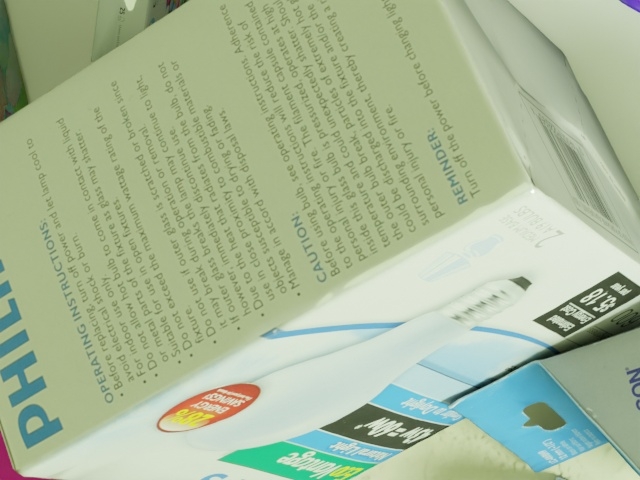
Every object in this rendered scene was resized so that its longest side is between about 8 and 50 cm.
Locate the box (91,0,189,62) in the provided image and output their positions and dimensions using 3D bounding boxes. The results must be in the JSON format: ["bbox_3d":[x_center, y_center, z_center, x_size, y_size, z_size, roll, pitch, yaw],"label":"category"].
[{"bbox_3d":[-0.113,-0.211,1.242,0.038,0.186,0.145,12,109,5],"label":"box"}]

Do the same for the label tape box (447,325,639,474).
[{"bbox_3d":[0.296,0.130,1.252,0.347,0.249,0.115,-21,64,14],"label":"label tape box"}]

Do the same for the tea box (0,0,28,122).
[{"bbox_3d":[-0.363,-0.091,1.249,0.220,0.329,0.324,-6,109,11],"label":"tea box"}]

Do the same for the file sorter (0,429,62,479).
[{"bbox_3d":[-0.226,0.225,1.355,0.202,0.291,0.182,28,113,-1],"label":"file sorter"}]

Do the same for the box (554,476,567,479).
[{"bbox_3d":[0.238,0.289,1.403,0.170,0.091,0.130,24,111,1],"label":"box"}]

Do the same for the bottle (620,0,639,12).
[{"bbox_3d":[0.285,-0.284,1.189,0.092,0.118,0.283,23,110,2],"label":"bottle"}]

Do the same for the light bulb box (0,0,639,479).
[{"bbox_3d":[0.000,0.000,1.180,0.361,0.358,0.225,-30,67,18],"label":"light bulb box"}]
